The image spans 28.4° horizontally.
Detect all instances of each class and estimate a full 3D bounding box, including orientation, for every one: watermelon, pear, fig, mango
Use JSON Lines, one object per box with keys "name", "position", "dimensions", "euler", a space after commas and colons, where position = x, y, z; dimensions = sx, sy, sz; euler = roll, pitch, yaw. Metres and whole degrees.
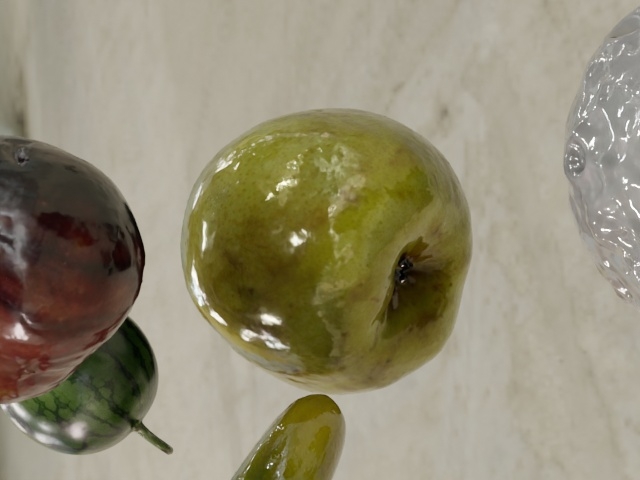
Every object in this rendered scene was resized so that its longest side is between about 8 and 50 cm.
{"name": "watermelon", "position": [-0.206, 0.134, 1.139], "dimensions": [0.187, 0.141, 0.140], "euler": [43, 148, 7]}
{"name": "pear", "position": [0.000, 0.000, 1.290], "dimensions": [0.304, 0.304, 0.303], "euler": [178, 90, -70]}
{"name": "fig", "position": [-0.253, -0.002, 0.884], "dimensions": [0.204, 0.250, 0.186], "euler": [-31, 33, 49]}
{"name": "mango", "position": [-0.037, 0.213, 1.103], "dimensions": [0.122, 0.086, 0.191], "euler": [92, -158, -68]}

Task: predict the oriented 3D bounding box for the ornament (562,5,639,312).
{"name": "ornament", "position": [0.371, -0.082, 1.101], "dimensions": [0.337, 0.337, 0.337], "euler": [178, 90, -70]}
